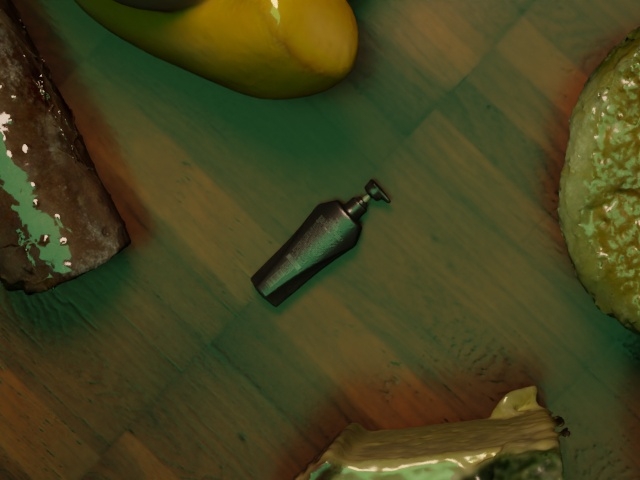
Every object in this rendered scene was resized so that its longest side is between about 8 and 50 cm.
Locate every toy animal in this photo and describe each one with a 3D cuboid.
[{"bbox_3d":[-0.100,-0.279,1.134,0.345,0.277,0.247,34,81,-24],"label":"toy animal"}]

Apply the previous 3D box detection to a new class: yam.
[{"bbox_3d":[-0.271,-0.092,1.224,0.131,0.131,0.279,-26,94,7],"label":"yam"}]

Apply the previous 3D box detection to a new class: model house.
[{"bbox_3d":[0.076,0.294,1.162,0.266,0.261,0.321,-4,90,8],"label":"model house"}]

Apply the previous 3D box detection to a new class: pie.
[{"bbox_3d":[0.317,-0.045,1.119,0.277,0.078,0.277,4,108,12],"label":"pie"}]

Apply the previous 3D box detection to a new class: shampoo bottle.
[{"bbox_3d":[0.000,0.000,1.254,0.137,0.027,0.048,-43,82,7],"label":"shampoo bottle"}]
